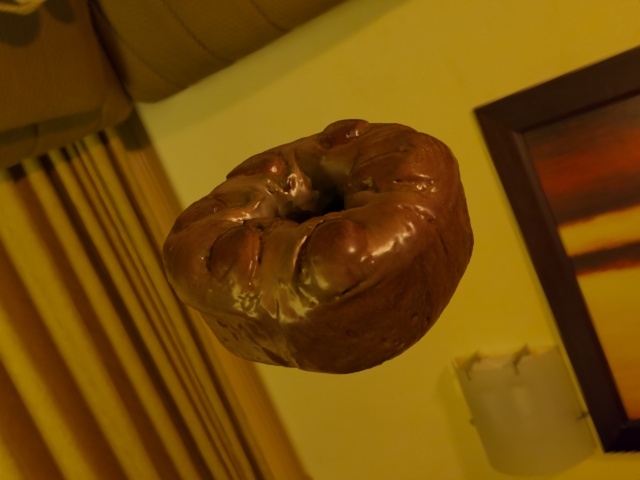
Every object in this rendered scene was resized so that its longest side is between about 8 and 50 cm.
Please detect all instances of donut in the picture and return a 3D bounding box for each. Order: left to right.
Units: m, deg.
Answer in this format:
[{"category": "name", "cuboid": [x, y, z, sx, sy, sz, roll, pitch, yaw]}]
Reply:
[{"category": "donut", "cuboid": [0.002, -0.001, 0.559, 0.226, 0.114, 0.227, -20, -151, 12]}]
